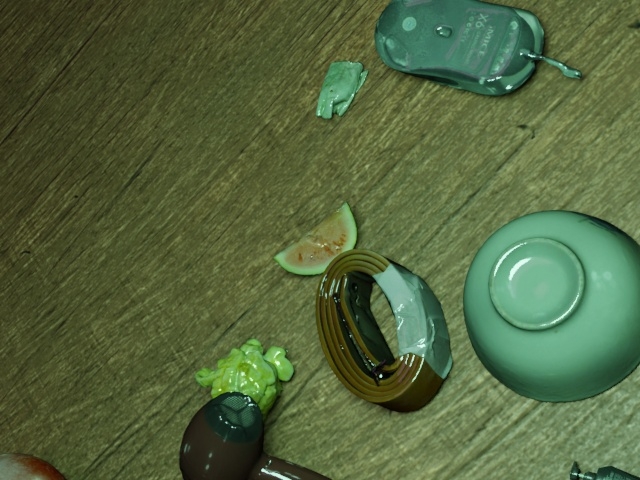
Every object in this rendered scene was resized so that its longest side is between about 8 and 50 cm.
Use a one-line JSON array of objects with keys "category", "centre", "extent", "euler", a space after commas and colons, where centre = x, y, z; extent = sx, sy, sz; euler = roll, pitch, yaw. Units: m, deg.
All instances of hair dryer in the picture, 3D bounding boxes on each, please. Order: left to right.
[{"category": "hair dryer", "centre": [-0.066, 0.403, 1.315], "extent": [0.340, 0.123, 0.313], "euler": [22, 126, 6]}]

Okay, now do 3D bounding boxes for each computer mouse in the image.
[{"category": "computer mouse", "centre": [0.262, -0.320, 1.412], "extent": [0.379, 0.090, 0.167], "euler": [25, 91, 28]}]

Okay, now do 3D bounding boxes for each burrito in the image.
[{"category": "burrito", "centre": [0.034, -0.275, 1.550], "extent": [0.074, 0.044, 0.118], "euler": [18, 78, 29]}]

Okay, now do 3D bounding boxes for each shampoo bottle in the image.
[{"category": "shampoo bottle", "centre": [0.404, 0.330, 1.125], "extent": [0.137, 0.027, 0.048], "euler": [9, 64, 32]}]

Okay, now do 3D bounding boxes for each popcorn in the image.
[{"category": "popcorn", "centre": [-0.123, 0.245, 1.395], "extent": [0.135, 0.162, 0.141], "euler": [-141, 53, -64]}]

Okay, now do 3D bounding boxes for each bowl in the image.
[{"category": "bowl", "centre": [0.322, 0.074, 1.195], "extent": [0.289, 0.146, 0.289], "euler": [-10, 67, 26]}]

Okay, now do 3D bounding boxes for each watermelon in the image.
[{"category": "watermelon", "centre": [0.002, -0.003, 1.456], "extent": [0.163, 0.087, 0.069], "euler": [-35, 28, 13]}]

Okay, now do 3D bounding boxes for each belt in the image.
[{"category": "belt", "centre": [0.098, 0.136, 1.328], "extent": [0.184, 0.105, 0.261], "euler": [-37, 55, 16]}]

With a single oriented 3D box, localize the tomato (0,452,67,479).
[{"category": "tomato", "centre": [-0.570, 0.515, 1.499], "extent": [0.270, 0.227, 0.270], "euler": [-9, 71, 27]}]
